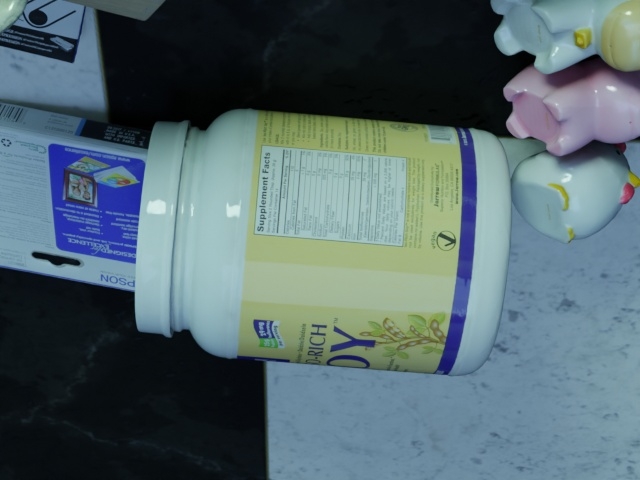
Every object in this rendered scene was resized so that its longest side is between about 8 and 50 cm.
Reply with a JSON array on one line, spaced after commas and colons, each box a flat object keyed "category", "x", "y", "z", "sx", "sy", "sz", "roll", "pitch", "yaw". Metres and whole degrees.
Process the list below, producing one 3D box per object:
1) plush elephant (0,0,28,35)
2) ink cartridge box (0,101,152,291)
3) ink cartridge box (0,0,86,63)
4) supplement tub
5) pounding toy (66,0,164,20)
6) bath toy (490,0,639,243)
[{"category": "plush elephant", "x": -0.217, "y": -0.270, "z": 0.858, "sx": 0.272, "sy": 0.330, "sz": 0.255, "roll": -44, "pitch": 104, "yaw": 6}, {"category": "ink cartridge box", "x": -0.270, "y": -0.043, "z": 1.369, "sx": 0.206, "sy": 0.045, "sz": 0.208, "roll": 11, "pitch": 136, "yaw": 2}, {"category": "ink cartridge box", "x": -0.312, "y": -0.230, "z": 1.188, "sx": 0.207, "sy": 0.046, "sz": 0.097, "roll": 12, "pitch": 134, "yaw": -10}, {"category": "supplement tub", "x": 0.000, "y": 0.000, "z": 1.276, "sx": 0.331, "sy": 0.241, "sz": 0.241, "roll": 4, "pitch": 136, "yaw": -2}, {"category": "pounding toy", "x": -0.215, "y": -0.289, "z": 1.043, "sx": 0.206, "sy": 0.181, "sz": 0.094, "roll": 7, "pitch": 144, "yaw": -46}, {"category": "bath toy", "x": 0.246, "y": -0.147, "z": 1.205, "sx": 0.151, "sy": 0.129, "sz": 0.348, "roll": 33, "pitch": 147, "yaw": 35}]
